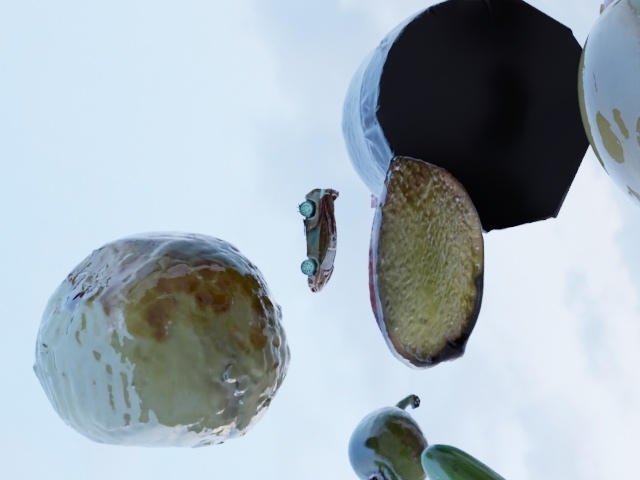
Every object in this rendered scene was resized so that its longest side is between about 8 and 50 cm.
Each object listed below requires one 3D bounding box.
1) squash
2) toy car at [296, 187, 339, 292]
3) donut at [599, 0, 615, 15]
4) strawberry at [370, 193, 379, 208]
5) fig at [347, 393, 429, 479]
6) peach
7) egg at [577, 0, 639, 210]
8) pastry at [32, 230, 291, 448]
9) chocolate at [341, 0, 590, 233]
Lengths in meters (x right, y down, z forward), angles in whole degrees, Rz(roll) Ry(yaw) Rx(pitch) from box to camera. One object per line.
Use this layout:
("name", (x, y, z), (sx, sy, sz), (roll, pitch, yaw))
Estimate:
("squash", (0.279, 0.414, 1.965), (0.292, 0.082, 0.082), (36, -165, 16))
("toy car", (0.000, 0.000, 1.471), (0.059, 0.035, 0.121), (6, -99, -70))
("donut", (0.419, -0.278, 1.707), (0.065, 0.117, 0.166), (3, -148, -10))
("strawberry", (0.218, -0.156, 2.457), (0.188, 0.286, 0.106), (43, 165, 14))
("fig", (0.142, 0.330, 2.236), (0.151, 0.151, 0.259), (50, -141, -17))
("peach", (0.091, 0.018, 1.304), (0.189, 0.068, 0.279), (-56, -42, -34))
("egg", (0.469, -0.144, 1.456), (0.374, 0.301, 0.301), (28, -153, -12))
("pastry", (-0.230, 0.141, 1.897), (0.388, 0.389, 0.312), (-2, -88, -67))
("chocolate", (0.209, -0.180, 2.052), (0.383, 0.384, 0.331), (57, 163, 1))
